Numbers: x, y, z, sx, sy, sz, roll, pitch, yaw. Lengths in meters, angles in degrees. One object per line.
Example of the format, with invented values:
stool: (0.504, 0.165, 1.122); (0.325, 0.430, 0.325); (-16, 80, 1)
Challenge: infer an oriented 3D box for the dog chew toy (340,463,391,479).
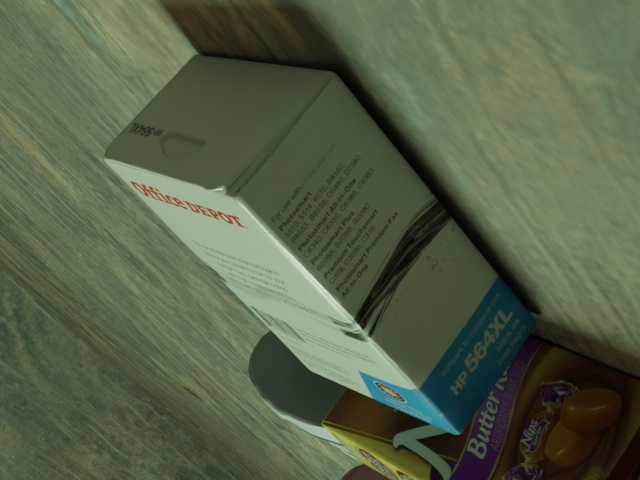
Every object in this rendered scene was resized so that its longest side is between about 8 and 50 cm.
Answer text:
dog chew toy: (0.132, 0.307, 1.061); (0.332, 0.206, 0.206); (36, 167, 42)

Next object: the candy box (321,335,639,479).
candy box: (0.101, 0.109, 0.697); (0.187, 0.109, 0.053); (21, 157, 47)

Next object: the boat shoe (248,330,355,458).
boat shoe: (0.046, 0.142, 0.947); (0.258, 0.095, 0.084); (25, 156, 43)

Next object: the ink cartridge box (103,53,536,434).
ink cartridge box: (0.000, 0.000, 0.654); (0.148, 0.086, 0.203); (18, 154, 54)
